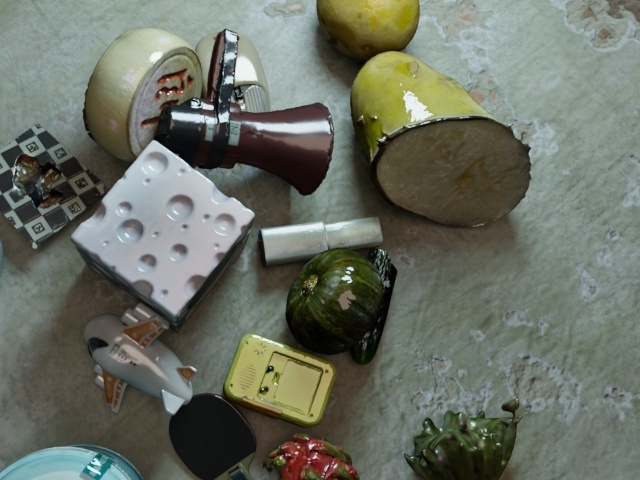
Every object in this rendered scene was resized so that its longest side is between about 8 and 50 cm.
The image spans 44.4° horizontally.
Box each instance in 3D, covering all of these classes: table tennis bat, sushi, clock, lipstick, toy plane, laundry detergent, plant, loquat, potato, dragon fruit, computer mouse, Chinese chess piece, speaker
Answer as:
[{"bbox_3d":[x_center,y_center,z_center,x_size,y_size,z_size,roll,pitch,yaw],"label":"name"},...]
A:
[{"bbox_3d":[-0.182,0.419,1.518,0.154,0.021,0.274,-36,92,8],"label":"table tennis bat"},{"bbox_3d":[-0.570,-0.109,1.590,0.210,0.040,0.192,45,67,5],"label":"sushi"},{"bbox_3d":[-0.081,0.278,1.551,0.202,0.096,0.143,21,77,-3],"label":"clock"},{"bbox_3d":[0.000,0.000,1.638,0.252,0.079,0.078,-8,79,-11],"label":"lipstick"},{"bbox_3d":[-0.343,0.230,1.473,0.244,0.117,0.245,7,114,15],"label":"toy plane"},{"bbox_3d":[-0.433,0.495,1.331,0.287,0.305,0.287,2,77,-9],"label":"laundry detergent"},{"bbox_3d":[0.311,0.495,1.535,0.250,0.180,0.334,-14,83,-2],"label":"plant"},{"bbox_3d":[0.104,-0.514,1.701,0.243,0.244,0.244,2,76,-9],"label":"loquat"},{"bbox_3d":[0.246,-0.244,1.668,0.397,0.290,0.296,12,46,-26],"label":"potato"},{"bbox_3d":[-0.019,0.457,1.499,0.166,0.160,0.172,-39,82,17],"label":"dragon fruit"},{"bbox_3d":[-0.190,-0.343,1.688,0.145,0.082,0.237,-11,78,-13],"label":"computer mouse"},{"bbox_3d":[-0.345,-0.284,1.550,0.112,0.270,0.270,25,73,15],"label":"Chinese chess piece"},{"bbox_3d":[-0.136,-0.243,1.537,0.329,0.198,0.259,12,115,-31],"label":"speaker"}]

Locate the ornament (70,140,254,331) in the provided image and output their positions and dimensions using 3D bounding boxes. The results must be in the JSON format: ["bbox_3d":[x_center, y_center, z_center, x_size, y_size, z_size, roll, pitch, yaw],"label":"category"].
[{"bbox_3d":[-0.295,0.001,1.506,0.239,0.239,0.240,36,73,1],"label":"ornament"}]

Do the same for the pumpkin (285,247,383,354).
[{"bbox_3d":[0.029,0.119,1.544,0.157,0.223,0.224,34,72,-28],"label":"pumpkin"}]

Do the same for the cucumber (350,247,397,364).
[{"bbox_3d":[0.105,0.140,1.629,0.074,0.074,0.242,15,78,-6],"label":"cucumber"}]

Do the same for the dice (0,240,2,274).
[{"bbox_3d":[-0.708,0.060,1.447,0.193,0.194,0.192,12,76,-8],"label":"dice"}]
